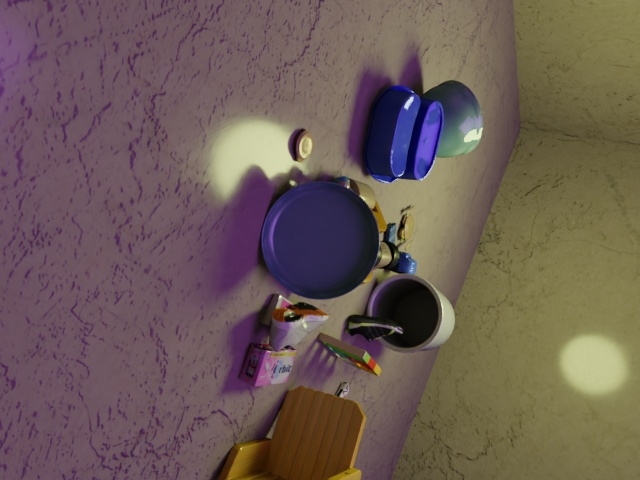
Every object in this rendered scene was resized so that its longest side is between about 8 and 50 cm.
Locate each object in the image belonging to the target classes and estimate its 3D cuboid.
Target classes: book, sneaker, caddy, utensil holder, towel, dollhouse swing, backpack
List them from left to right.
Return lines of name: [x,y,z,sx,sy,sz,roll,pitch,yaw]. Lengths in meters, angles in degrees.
book: [-0.118,0.226,1.430,0.096,0.035,0.144,-66,151,-14]
sneaker: [-0.073,0.264,1.421,0.262,0.099,0.121,2,109,-57]
dollhouse swing: [-0.065,0.624,1.430,0.315,0.346,0.305,30,70,-60]
sneaker: [0.086,0.654,1.996,0.043,0.040,0.109,39,71,-57]
sneaker: [0.218,0.366,1.913,0.084,0.234,0.097,-106,-153,-83]
towel: [0.297,-0.014,2.002,0.067,0.029,0.120,-32,131,-49]
caddy: [0.278,-0.363,1.640,0.241,0.179,0.342,3,104,-37]
backpack: [0.369,0.104,2.094,0.098,0.120,0.101,-3,108,-58]
utensil holder: [0.425,0.338,2.115,0.385,0.327,0.328,26,83,-62]

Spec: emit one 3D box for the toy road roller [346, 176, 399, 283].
toy road roller: [0.083,-0.015,1.523,0.202,0.240,0.330,6,63,-60]

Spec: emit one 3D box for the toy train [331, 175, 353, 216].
toy train: [0.001,-0.079,1.393,0.105,0.248,0.144,27,42,-56]

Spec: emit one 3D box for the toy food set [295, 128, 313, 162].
toy food set: [-0.045,-0.263,1.299,0.083,0.020,0.083,-54,145,-30]

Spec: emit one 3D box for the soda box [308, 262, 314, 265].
soda box: [-0.031,0.086,1.412,0.067,0.071,0.210,-56,161,-26]

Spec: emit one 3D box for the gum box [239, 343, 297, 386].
gum box: [-0.156,0.370,1.410,0.188,0.062,0.107,23,86,-61]

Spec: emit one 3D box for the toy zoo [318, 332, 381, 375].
toy zoo: [0.121,0.441,1.786,0.030,0.192,0.293,-61,148,-18]

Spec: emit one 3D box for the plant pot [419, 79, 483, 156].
plant pot: [0.446,-0.443,1.810,0.196,0.293,0.293,-24,130,-21]

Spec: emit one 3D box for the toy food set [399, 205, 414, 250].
toy food set: [0.391,-0.060,2.137,0.132,0.038,0.192,-36,130,-56]

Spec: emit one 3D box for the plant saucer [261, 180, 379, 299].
plant saucer: [0.000,0.000,1.273,0.044,0.317,0.318,-77,-178,-85]
